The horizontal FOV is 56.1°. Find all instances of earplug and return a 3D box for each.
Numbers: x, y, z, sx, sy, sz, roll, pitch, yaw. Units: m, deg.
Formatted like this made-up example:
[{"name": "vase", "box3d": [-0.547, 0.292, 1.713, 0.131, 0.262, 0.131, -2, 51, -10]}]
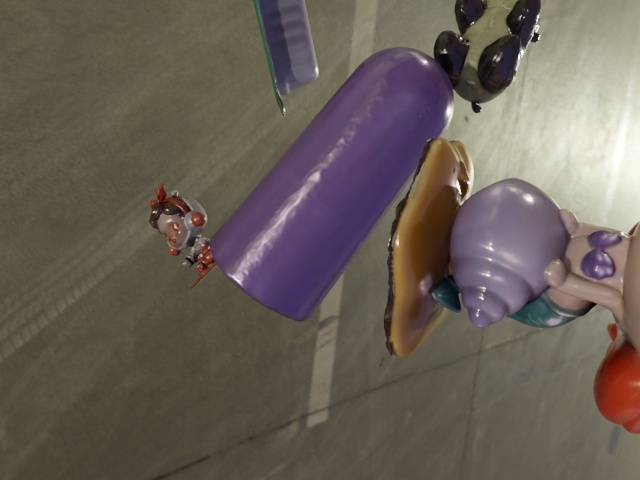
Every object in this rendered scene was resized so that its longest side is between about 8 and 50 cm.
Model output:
[{"name": "earplug", "box3d": [0.034, -0.103, 0.963, 0.215, 0.215, 0.456, 24, 109, -47]}]

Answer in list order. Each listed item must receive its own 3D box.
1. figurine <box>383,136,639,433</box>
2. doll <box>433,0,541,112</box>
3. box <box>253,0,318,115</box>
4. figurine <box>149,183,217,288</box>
[{"name": "figurine", "box3d": [0.192, 0.029, 0.389, 0.181, 0.257, 0.208, -36, 133, -54]}, {"name": "doll", "box3d": [0.294, -0.344, 1.031, 0.234, 0.143, 0.135, -64, 151, -14]}, {"name": "box", "box3d": [-0.079, -0.468, 1.296, 0.106, 0.264, 0.337, -13, 117, 1]}, {"name": "figurine", "box3d": [-0.313, -0.029, 1.413, 0.226, 0.183, 0.160, 48, 65, -4]}]
